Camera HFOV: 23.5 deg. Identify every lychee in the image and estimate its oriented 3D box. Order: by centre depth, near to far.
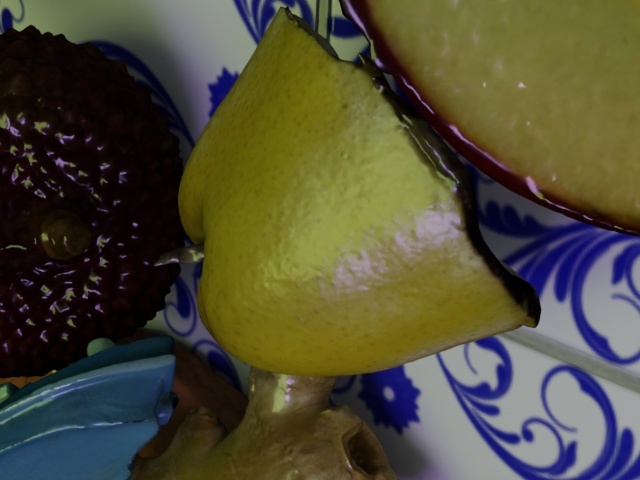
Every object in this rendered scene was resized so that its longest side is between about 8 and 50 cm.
[{"bbox_3d":[-0.238,-0.029,1.170,0.304,0.276,0.275,18,119,62],"label":"lychee"}]

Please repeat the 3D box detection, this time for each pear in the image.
[{"bbox_3d":[0.000,-0.001,0.947,0.178,0.267,0.267,-40,72,2],"label":"pear"}]

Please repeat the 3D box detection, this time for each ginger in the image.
[{"bbox_3d":[-0.016,0.208,1.133,0.348,0.122,0.363,-40,84,28],"label":"ginger"}]

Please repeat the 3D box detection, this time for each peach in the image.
[{"bbox_3d":[0.150,-0.159,0.807,0.258,0.201,0.361,-37,97,17],"label":"peach"}]

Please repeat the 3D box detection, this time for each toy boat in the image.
[{"bbox_3d":[-0.196,0.133,1.106,0.238,0.109,0.098,-27,44,22],"label":"toy boat"}]

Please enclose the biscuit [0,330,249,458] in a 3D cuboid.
[{"bbox_3d":[-0.188,0.222,1.368,0.455,0.078,0.349,8,107,42],"label":"biscuit"}]
